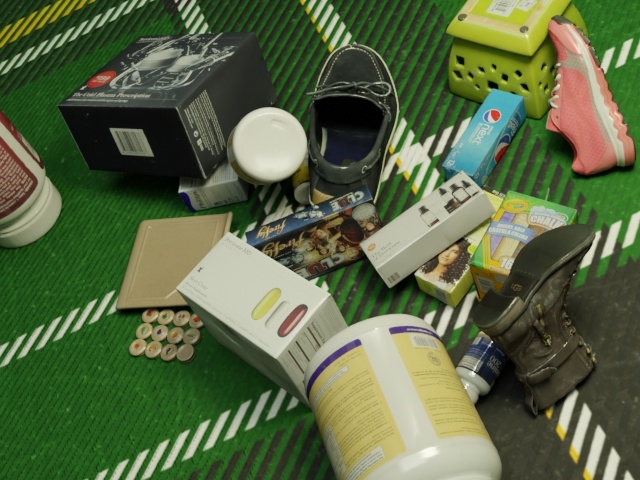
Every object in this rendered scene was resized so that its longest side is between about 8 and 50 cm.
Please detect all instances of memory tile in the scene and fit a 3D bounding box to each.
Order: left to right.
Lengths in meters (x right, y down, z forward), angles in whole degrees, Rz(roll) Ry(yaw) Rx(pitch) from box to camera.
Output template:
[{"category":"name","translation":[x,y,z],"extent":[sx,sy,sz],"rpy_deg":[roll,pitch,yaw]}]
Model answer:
[{"category":"memory tile","translation":[-0.302,0.185,1.726],"extent":[0.148,0.012,0.113],"rpy_deg":[4,58,22]}]

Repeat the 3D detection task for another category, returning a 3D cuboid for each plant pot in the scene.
[{"category":"plant pot","translation":[0.396,-0.417,1.782],"extent":[0.227,0.207,0.228],"rpy_deg":[25,68,31]}]

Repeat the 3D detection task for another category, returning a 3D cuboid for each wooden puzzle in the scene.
[{"category":"wooden puzzle","translation":[-0.298,0.046,1.808],"extent":[0.238,0.044,0.221],"rpy_deg":[-7,53,21]}]

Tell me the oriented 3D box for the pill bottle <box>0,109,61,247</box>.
[{"category":"pill bottle","translation":[-0.745,-0.168,1.895],"extent":[0.224,0.392,0.224],"rpy_deg":[-10,53,13]}]

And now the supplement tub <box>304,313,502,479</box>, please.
[{"category":"supplement tub","translation":[0.130,0.307,1.338],"extent":[0.241,0.241,0.331],"rpy_deg":[-24,51,2]}]

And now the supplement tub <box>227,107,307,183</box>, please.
[{"category":"supplement tub","translation":[-0.111,-0.184,1.744],"extent":[0.144,0.144,0.199],"rpy_deg":[-36,8,-7]}]

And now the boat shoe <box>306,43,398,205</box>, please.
[{"category":"boat shoe","translation":[0.064,-0.258,1.792],"extent":[0.186,0.156,0.500],"rpy_deg":[4,49,6]}]

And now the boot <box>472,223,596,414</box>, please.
[{"category":"boot","translation":[0.379,0.126,1.397],"extent":[0.263,0.229,0.091],"rpy_deg":[-44,26,-3]}]

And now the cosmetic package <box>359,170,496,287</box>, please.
[{"category":"cosmetic package","translation":[0.194,-0.023,1.604],"extent":[0.239,0.060,0.099],"rpy_deg":[-36,31,3]}]

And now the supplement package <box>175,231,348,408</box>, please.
[{"category":"supplement package","translation":[-0.091,0.141,1.559],"extent":[0.262,0.204,0.145],"rpy_deg":[29,69,34]}]

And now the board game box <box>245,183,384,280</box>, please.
[{"category":"board game box","translation":[0.000,0.000,1.653],"extent":[0.243,0.165,0.042],"rpy_deg":[-22,52,5]}]

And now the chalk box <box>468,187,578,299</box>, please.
[{"category":"chalk box","translation":[0.372,0.009,1.533],"extent":[0.132,0.132,0.213],"rpy_deg":[21,66,31]}]

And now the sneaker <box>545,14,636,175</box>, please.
[{"category":"sneaker","translation":[0.474,-0.267,1.634],"extent":[0.136,0.116,0.314],"rpy_deg":[-24,88,16]}]

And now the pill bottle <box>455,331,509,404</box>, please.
[{"category":"pill bottle","translation":[0.266,0.217,1.463],"extent":[0.067,0.067,0.120],"rpy_deg":[24,67,32]}]

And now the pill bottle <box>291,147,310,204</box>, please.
[{"category":"pill bottle","translation":[-0.029,-0.138,1.825],"extent":[0.065,0.065,0.116],"rpy_deg":[-16,51,8]}]

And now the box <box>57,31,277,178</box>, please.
[{"category":"box","translation":[-0.330,-0.304,1.913],"extent":[0.343,0.179,0.312],"rpy_deg":[6,42,30]}]

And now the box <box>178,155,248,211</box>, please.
[{"category":"box","translation":[-0.230,-0.143,1.896],"extent":[0.137,0.072,0.126],"rpy_deg":[-10,52,12]}]

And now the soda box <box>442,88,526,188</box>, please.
[{"category":"soda box","translation":[0.328,-0.198,1.734],"extent":[0.071,0.067,0.210],"rpy_deg":[23,69,31]}]

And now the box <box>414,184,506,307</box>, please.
[{"category":"box","translation":[0.278,0.008,1.614],"extent":[0.087,0.058,0.232],"rpy_deg":[27,68,33]}]
